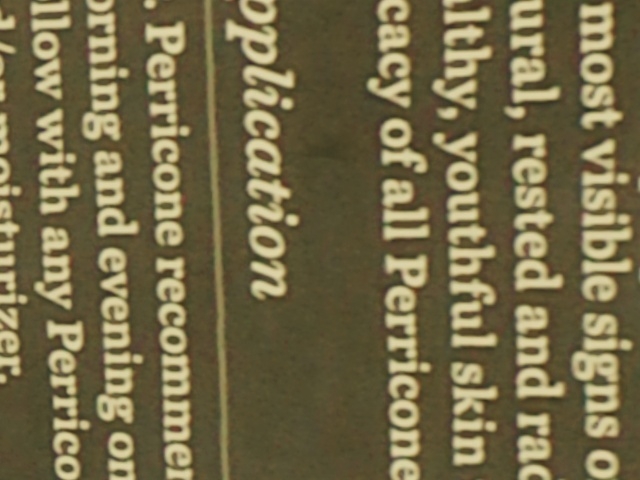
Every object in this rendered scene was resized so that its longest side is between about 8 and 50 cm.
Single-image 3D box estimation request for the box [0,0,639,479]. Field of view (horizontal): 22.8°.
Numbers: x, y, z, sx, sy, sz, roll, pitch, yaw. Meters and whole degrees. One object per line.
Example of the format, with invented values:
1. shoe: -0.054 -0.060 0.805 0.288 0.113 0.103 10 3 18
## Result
1. box: 0.140 0.027 0.536 0.471 0.480 0.298 1 -83 18
